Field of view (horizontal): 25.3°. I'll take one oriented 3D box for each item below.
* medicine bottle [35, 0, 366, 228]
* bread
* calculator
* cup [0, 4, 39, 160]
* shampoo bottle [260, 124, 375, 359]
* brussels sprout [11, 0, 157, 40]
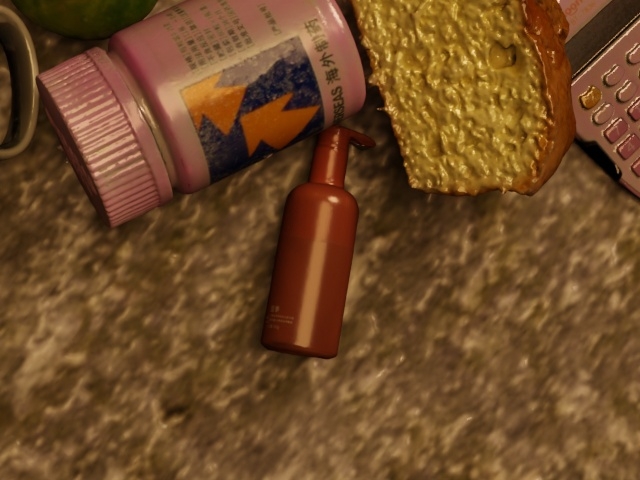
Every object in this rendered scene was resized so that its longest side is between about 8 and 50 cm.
[{"bbox_3d":[-0.118,-0.148,1.418,0.290,0.178,0.178,-27,93,-13],"label":"medicine bottle"},{"bbox_3d":[0.153,-0.206,1.468,0.194,0.179,0.340,-17,91,21],"label":"bread"},{"bbox_3d":[0.346,-0.179,1.593,0.194,0.043,0.294,-43,99,-12],"label":"calculator"},{"bbox_3d":[-0.399,-0.149,1.354,0.289,0.219,0.258,-9,95,-45],"label":"cup"},{"bbox_3d":[-0.002,0.000,1.485,0.085,0.085,0.244,13,83,-11],"label":"shampoo bottle"},{"bbox_3d":[-0.230,-0.290,1.427,0.161,0.144,0.181,26,94,25],"label":"brussels sprout"}]
